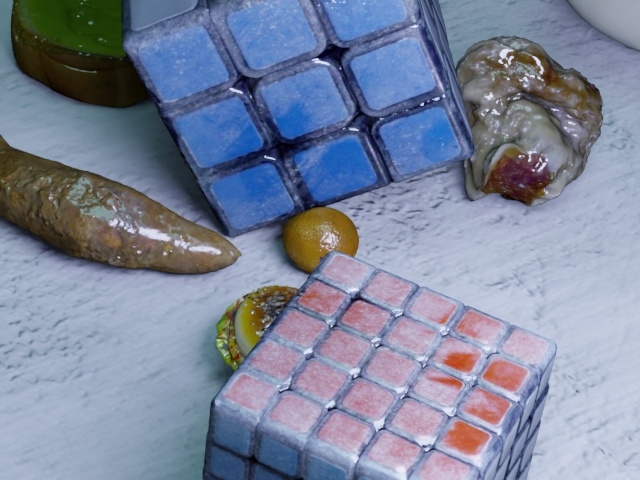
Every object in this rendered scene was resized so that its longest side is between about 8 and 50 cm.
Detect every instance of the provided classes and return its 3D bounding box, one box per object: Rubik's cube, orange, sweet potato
[{"bbox_3d":[0.049,0.193,1.493,0.237,0.237,0.238,23,44,19],"label":"Rubik's cube"},{"bbox_3d":[-0.028,-0.238,1.853,0.305,0.301,0.304,-19,40,8],"label":"Rubik's cube"},{"bbox_3d":[0.000,0.000,1.827,0.085,0.085,0.085,5,41,-4],"label":"orange"},{"bbox_3d":[-0.253,-0.033,1.809,0.341,0.092,0.114,23,26,15],"label":"sweet potato"}]

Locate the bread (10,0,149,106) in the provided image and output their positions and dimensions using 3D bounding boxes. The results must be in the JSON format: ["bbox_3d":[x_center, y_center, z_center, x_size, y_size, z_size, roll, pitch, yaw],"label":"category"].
[{"bbox_3d":[-0.272,-0.260,2.084,0.236,0.070,0.236,6,40,-5],"label":"bread"}]

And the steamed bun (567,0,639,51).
[{"bbox_3d":[0.480,-0.388,2.175,0.374,0.334,0.334,13,41,12],"label":"steamed bun"}]

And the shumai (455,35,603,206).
[{"bbox_3d":[0.224,-0.120,1.971,0.184,0.218,0.185,26,82,12],"label":"shumai"}]

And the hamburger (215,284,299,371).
[{"bbox_3d":[-0.035,0.101,1.698,0.141,0.081,0.126,14,41,5],"label":"hamburger"}]
